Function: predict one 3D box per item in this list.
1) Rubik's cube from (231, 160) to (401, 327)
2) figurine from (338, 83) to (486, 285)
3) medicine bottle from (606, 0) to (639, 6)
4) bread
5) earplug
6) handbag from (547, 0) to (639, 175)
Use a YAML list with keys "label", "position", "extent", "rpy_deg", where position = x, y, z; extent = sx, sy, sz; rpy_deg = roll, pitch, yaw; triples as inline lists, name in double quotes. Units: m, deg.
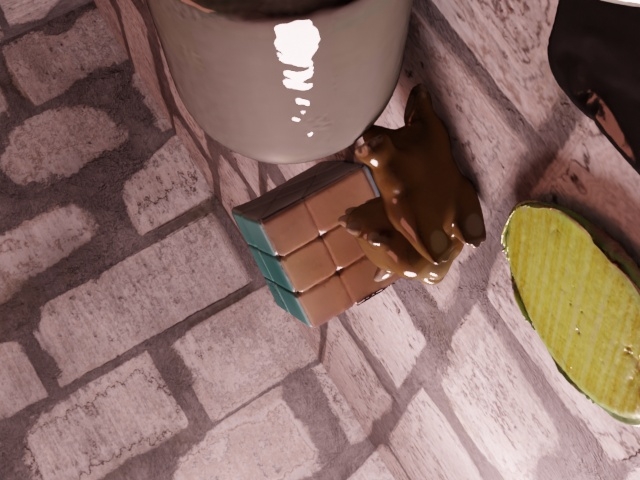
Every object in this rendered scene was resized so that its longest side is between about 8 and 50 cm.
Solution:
- label: "Rubik's cube"
  position: [0.000, 0.000, 1.642]
  extent: [0.224, 0.221, 0.231]
  rpy_deg: [64, 166, -15]
- label: "figurine"
  position: [0.110, -0.057, 1.231]
  extent: [0.173, 0.177, 0.247]
  rpy_deg: [-5, 126, 55]
- label: "medicine bottle"
  position: [0.177, -0.269, 0.388]
  extent: [0.252, 0.253, 0.240]
  rpy_deg: [55, 165, 24]
- label: "bread"
  position: [0.313, 0.081, 1.052]
  extent: [0.301, 0.045, 0.301]
  rpy_deg: [56, 164, 25]
- label: "earplug"
  position: [-0.040, -0.267, 1.076]
  extent: [0.312, 0.313, 0.394]
  rpy_deg: [55, 167, 23]
- label: "handbag"
  position: [0.290, -0.108, 0.682]
  extent: [0.332, 0.075, 0.191]
  rpy_deg: [55, 165, 26]
